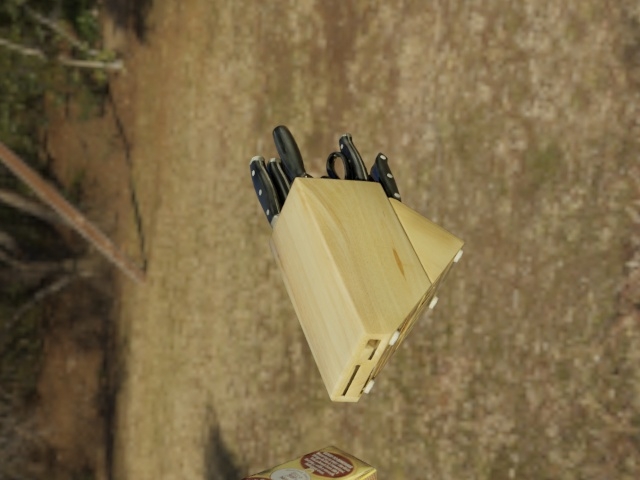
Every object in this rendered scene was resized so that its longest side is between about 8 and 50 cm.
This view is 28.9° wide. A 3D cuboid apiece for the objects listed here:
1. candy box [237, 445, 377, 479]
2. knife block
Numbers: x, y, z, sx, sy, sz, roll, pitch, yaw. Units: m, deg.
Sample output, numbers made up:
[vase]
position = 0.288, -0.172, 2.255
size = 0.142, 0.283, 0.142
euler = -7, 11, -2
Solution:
[candy box]
position = -0.086, 0.340, 1.205
size = 0.087, 0.316, 0.183
euler = 18, 118, 56
[knife block]
position = 0.000, 0.000, 1.182
size = 0.276, 0.242, 0.088
euler = -45, -18, -52
